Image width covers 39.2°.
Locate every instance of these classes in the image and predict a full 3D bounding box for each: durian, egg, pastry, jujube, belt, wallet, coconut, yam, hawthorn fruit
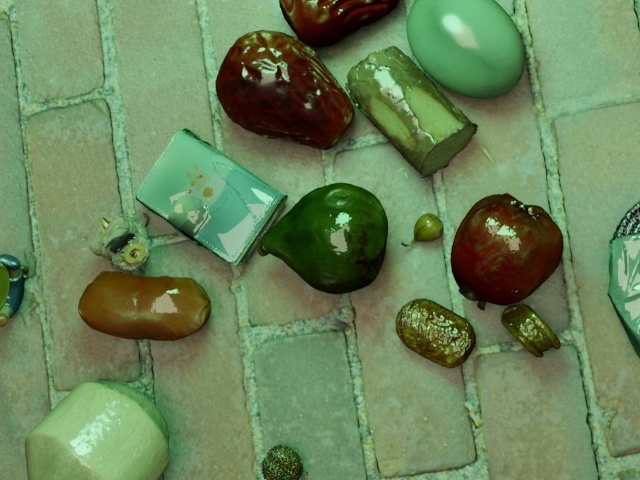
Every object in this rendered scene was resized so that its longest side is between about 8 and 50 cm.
[{"bbox_3d":[-0.065,0.412,1.632,0.091,0.080,0.080,13,89,-15],"label":"durian"},{"bbox_3d":[0.253,-0.345,1.563,0.231,0.168,0.168,44,96,10],"label":"egg"},{"bbox_3d":[0.359,0.154,1.538,0.057,0.097,0.109,-42,78,7],"label":"pastry"},{"bbox_3d":[-0.063,-0.267,1.638,0.255,0.190,0.190,33,93,-4],"label":"jujube"},{"bbox_3d":[0.610,0.072,1.477,0.260,0.122,0.325,-25,80,5],"label":"belt"},{"bbox_3d":[-0.209,-0.079,1.697,0.250,0.075,0.176,34,90,14],"label":"wallet"},{"bbox_3d":[0.041,-0.446,1.635,0.230,0.155,0.155,-19,82,1],"label":"jujube"},{"bbox_3d":[-0.409,0.391,1.605,0.237,0.237,0.266,23,48,13],"label":"coconut"},{"bbox_3d":[0.154,-0.238,1.604,0.238,0.129,0.128,50,132,12],"label":"yam"},{"bbox_3d":[0.309,0.030,1.524,0.185,0.185,0.202,25,107,13],"label":"hawthorn fruit"}]

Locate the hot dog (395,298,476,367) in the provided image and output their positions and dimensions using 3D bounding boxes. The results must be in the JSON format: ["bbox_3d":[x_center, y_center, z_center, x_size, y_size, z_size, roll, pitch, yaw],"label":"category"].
[{"bbox_3d":[0.203,0.164,1.590,0.147,0.065,0.099,26,92,20],"label":"hot dog"}]

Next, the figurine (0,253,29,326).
[{"bbox_3d":[-0.718,0.080,1.758,0.275,0.158,0.161,6,78,13],"label":"figurine"}]

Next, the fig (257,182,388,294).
[{"bbox_3d":[0.000,0.000,1.585,0.244,0.195,0.196,-2,85,9],"label":"fig"}]

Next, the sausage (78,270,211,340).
[{"bbox_3d":[-0.328,0.124,1.684,0.258,0.133,0.133,4,87,10],"label":"sausage"}]

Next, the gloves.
[{"bbox_3d":[-0.372,0.008,1.710,0.110,0.144,0.094,-35,121,8],"label":"gloves"}]

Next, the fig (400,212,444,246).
[{"bbox_3d":[0.182,-0.014,1.618,0.083,0.050,0.050,-37,79,18],"label":"fig"}]
